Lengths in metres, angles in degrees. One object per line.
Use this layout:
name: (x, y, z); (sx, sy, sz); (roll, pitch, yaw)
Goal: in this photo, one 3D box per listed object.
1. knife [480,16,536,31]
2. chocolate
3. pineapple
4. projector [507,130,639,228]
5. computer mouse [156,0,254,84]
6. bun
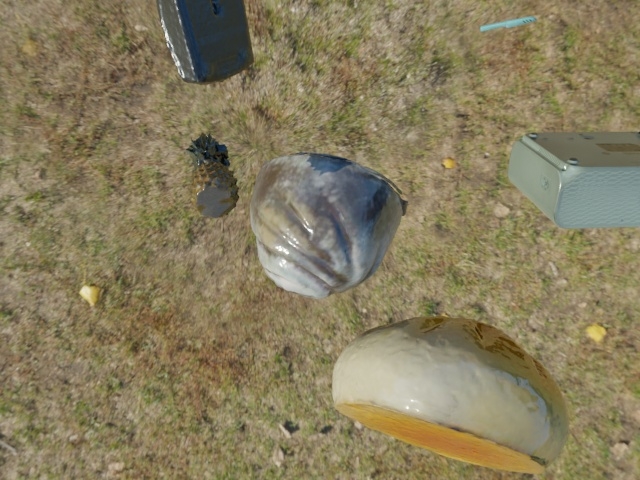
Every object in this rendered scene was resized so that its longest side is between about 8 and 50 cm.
knife: (0.316, -0.364, 0.899); (0.091, 0.014, 0.005); (-2, 57, 27)
chocolate: (0.000, 0.000, 0.991); (0.303, 0.303, 0.213); (19, 70, -10)
pineapple: (-0.162, -0.103, 0.781); (0.074, 0.159, 0.074); (-10, 133, -11)
projector: (0.466, -0.110, 0.876); (0.250, 0.198, 0.108); (-2, 116, -2)
computer mouse: (-0.224, -0.430, 0.990); (0.170, 0.100, 0.270); (-34, 129, -38)
bun: (0.168, 0.186, 0.708); (0.298, 0.299, 0.165); (26, 65, -11)
